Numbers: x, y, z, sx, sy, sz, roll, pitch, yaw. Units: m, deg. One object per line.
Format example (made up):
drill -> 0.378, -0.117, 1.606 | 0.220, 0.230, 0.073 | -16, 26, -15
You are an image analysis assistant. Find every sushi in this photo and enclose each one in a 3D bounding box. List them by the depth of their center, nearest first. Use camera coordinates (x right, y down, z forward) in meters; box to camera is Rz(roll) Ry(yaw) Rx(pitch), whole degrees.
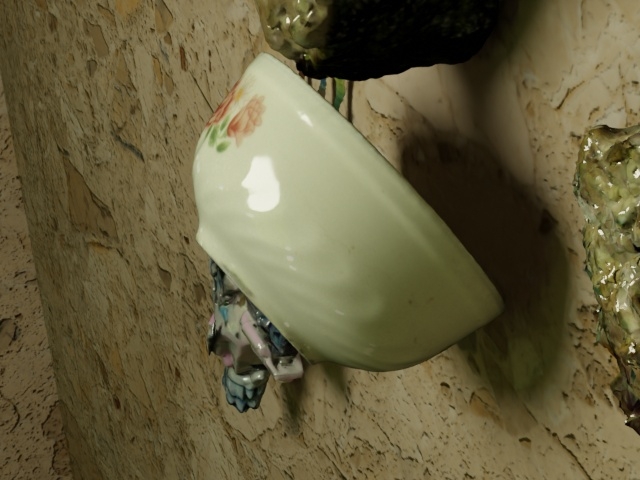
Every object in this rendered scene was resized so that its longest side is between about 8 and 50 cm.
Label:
sushi -> 0.043, -0.255, 1.189 | 0.350, 0.171, 0.211 | 109, 143, -53

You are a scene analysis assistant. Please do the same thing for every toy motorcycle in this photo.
toy motorcycle -> -0.062, 0.099, 1.763 | 0.239, 0.108, 0.204 | -96, 8, -66

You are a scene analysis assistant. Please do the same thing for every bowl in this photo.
bowl -> 0.000, 0.000, 1.320 | 0.277, 0.145, 0.277 | 48, 176, 4

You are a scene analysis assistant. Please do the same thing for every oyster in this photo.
oyster -> 0.212, 0.022, 1.058 | 0.259, 0.092, 0.198 | 144, 114, -70

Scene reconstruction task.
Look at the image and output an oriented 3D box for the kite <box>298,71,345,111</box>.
kite -> -0.002, -0.241, 1.522 | 0.169, 0.015, 0.310 | -129, 35, -47
